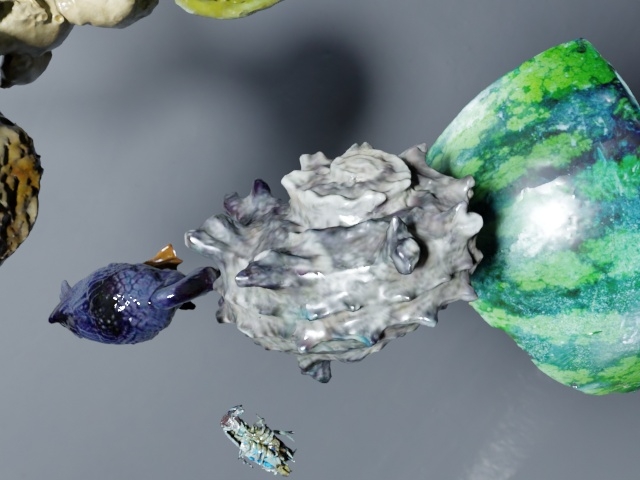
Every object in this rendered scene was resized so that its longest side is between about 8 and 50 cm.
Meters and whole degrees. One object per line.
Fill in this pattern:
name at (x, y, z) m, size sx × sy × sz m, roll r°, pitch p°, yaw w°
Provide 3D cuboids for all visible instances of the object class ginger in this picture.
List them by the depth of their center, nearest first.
ginger at (-0.258, -0.183, 0.876) m, size 0.258 × 0.149 × 0.065 m, roll -35°, pitch 95°, yaw -41°

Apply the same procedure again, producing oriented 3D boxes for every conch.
conch at (0.011, -0.001, 0.851) m, size 0.186 × 0.313 × 0.241 m, roll 48°, pitch 63°, yaw -18°

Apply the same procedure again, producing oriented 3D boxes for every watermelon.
watermelon at (0.233, 0.007, 1.046) m, size 0.222 × 0.292 × 0.319 m, roll -14°, pitch 148°, yaw -14°

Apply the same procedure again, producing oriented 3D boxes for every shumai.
shumai at (-0.523, -0.108, 1.327) m, size 0.267 × 0.314 × 0.262 m, roll -14°, pitch 157°, yaw -14°

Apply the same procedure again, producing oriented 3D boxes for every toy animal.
toy animal at (-0.266, 0.081, 1.397) m, size 0.298 × 0.185 × 0.122 m, roll -11°, pitch 105°, yaw 17°

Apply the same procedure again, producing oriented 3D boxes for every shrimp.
shrimp at (-0.097, 0.299, 1.484) m, size 0.174 × 0.076 × 0.082 m, roll 48°, pitch 54°, yaw -38°

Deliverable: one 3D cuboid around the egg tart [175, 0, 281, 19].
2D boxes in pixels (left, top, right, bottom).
egg tart at (-0.079, -0.274, 0.797) m, size 0.197 × 0.078 × 0.197 m, roll -1°, pitch 116°, yaw -2°
